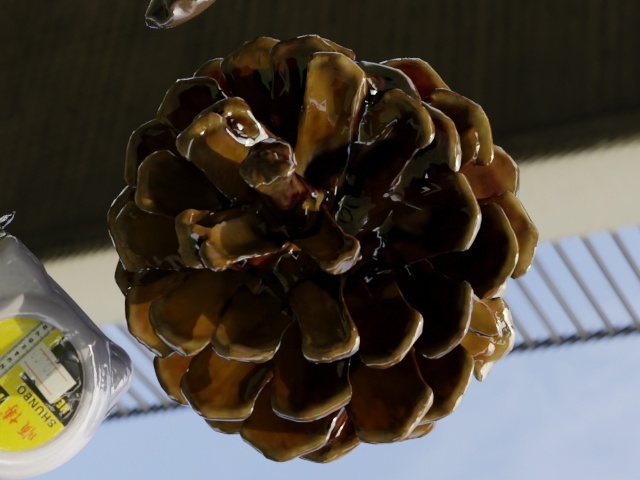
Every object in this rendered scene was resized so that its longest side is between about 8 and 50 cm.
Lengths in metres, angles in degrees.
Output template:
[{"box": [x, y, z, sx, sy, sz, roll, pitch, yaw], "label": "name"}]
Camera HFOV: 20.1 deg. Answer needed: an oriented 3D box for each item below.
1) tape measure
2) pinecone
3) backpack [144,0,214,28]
[{"box": [-0.269, 0.106, 1.513, 0.178, 0.196, 0.105, -40, -158, -15], "label": "tape measure"}, {"box": [0.000, 0.000, 1.428, 0.384, 0.384, 0.384, -20, -135, 21], "label": "pinecone"}, {"box": [0.015, -0.284, 1.199, 0.378, 0.201, 0.353, -10, -170, 46], "label": "backpack"}]
